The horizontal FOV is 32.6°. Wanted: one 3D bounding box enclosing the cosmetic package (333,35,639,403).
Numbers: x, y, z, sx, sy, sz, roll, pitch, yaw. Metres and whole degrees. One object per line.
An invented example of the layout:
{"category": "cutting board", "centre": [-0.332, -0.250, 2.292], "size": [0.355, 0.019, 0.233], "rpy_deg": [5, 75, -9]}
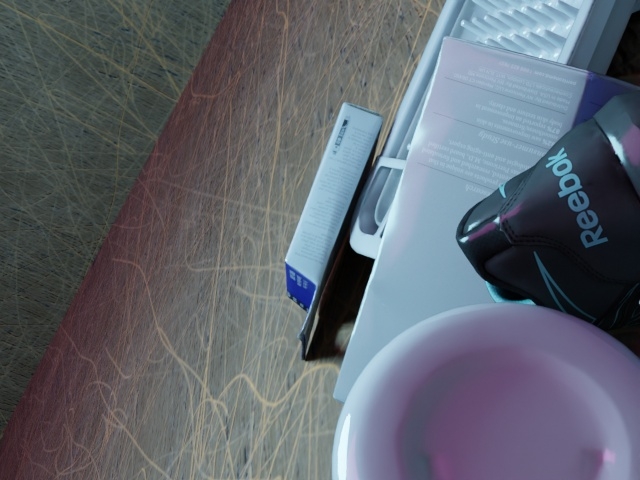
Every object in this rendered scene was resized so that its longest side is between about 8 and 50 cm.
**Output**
{"category": "cosmetic package", "centre": [0.106, 0.004, 0.681], "size": [0.107, 0.127, 0.238], "rpy_deg": [19, 102, 29]}

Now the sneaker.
{"category": "sneaker", "centre": [0.134, -0.001, 0.558], "size": [0.106, 0.267, 0.101], "rpy_deg": [-27, 70, 10]}

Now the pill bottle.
{"category": "pill bottle", "centre": [0.082, 0.152, 0.534], "size": [0.264, 0.146, 0.146], "rpy_deg": [85, -166, -57]}

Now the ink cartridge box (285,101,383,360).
{"category": "ink cartridge box", "centre": [0.000, 0.000, 1.093], "size": [0.223, 0.045, 0.224], "rpy_deg": [96, -167, -78]}

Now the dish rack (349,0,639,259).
{"category": "dish rack", "centre": [0.151, -0.120, 0.895], "size": [0.333, 0.072, 0.285], "rpy_deg": [-67, 17, -1]}
